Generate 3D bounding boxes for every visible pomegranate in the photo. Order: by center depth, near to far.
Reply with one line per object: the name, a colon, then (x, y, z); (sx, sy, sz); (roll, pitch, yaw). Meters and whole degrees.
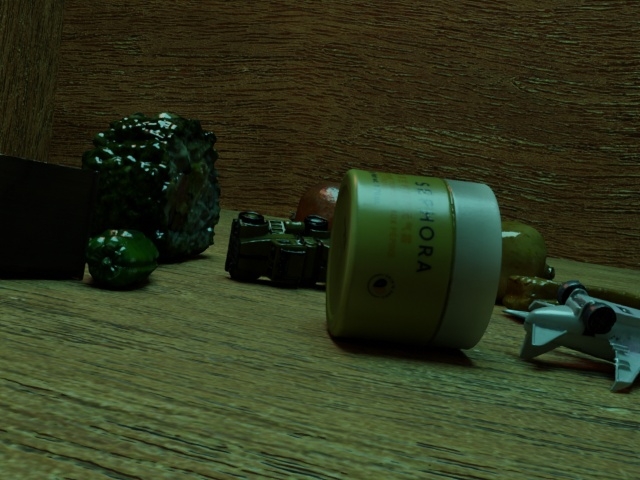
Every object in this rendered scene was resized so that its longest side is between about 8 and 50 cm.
pomegranate: (0.387, 0.046, 1.564); (0.196, 0.196, 0.196); (8, 4, -1)

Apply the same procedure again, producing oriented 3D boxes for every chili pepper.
chili pepper: (-0.307, 0.023, 1.203); (0.099, 0.084, 0.253); (3, 1, -8)

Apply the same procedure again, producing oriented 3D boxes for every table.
table: (-0.466, -0.040, 1.125); (0.169, 0.173, 0.193); (11, 1, 44)

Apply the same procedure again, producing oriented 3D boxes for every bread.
bread: (0.466, 0.116, 1.349); (0.270, 0.077, 0.139); (9, 0, -7)

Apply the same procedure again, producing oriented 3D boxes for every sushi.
sushi: (-0.328, -0.112, 1.540); (0.178, 0.294, 0.352); (4, 5, 12)

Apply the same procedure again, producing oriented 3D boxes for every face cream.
face cream: (0.110, 0.025, 0.976); (0.179, 0.218, 0.218); (6, 4, -6)

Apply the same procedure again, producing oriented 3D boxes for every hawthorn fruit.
hawthorn fruit: (0.065, -0.016, 1.632); (0.210, 0.211, 0.262); (4, 14, -37)

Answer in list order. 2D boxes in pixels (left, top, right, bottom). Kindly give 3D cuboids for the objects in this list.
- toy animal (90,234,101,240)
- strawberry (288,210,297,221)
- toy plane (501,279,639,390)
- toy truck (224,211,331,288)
toy animal: (-0.467, 0.008, 1.321); (0.241, 0.057, 0.099); (6, -2, -2)
strawberry: (-0.004, 0.004, 2.107); (0.167, 0.087, 0.208); (39, -1, 42)
toy plane: (0.376, 0.120, 0.988); (0.255, 0.101, 0.251); (7, 16, -8)
toy truck: (-0.040, 0.027, 1.384); (0.257, 0.127, 0.127); (6, 19, -16)
